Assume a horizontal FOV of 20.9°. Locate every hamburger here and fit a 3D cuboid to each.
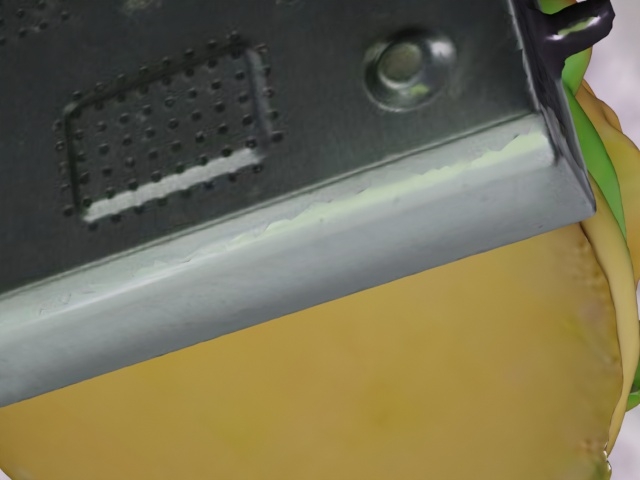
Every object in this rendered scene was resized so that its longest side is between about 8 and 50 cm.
[{"bbox_3d":[0.000,0.000,0.549,0.237,0.149,0.237,7,124,10],"label":"hamburger"}]

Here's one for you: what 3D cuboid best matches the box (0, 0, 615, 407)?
[{"bbox_3d":[-0.048,-0.101,0.441,0.211,0.270,0.045,-17,151,16],"label":"box"}]
